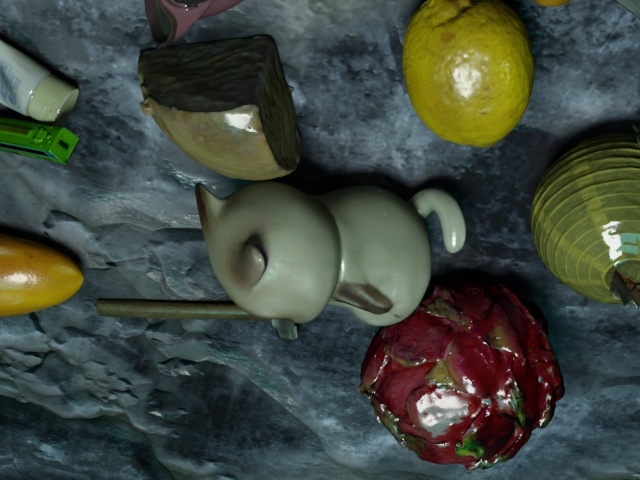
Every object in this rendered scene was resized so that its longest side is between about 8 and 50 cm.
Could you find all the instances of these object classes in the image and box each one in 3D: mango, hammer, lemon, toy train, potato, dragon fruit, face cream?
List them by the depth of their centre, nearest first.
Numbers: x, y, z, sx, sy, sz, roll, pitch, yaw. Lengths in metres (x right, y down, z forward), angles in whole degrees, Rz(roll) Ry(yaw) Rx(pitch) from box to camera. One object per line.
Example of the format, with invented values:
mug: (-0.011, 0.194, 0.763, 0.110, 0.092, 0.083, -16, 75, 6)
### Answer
lemon: (0.189, -0.221, 1.213, 0.170, 0.170, 0.207, -4, 127, 11)
potato: (-0.143, -0.140, 1.272, 0.211, 0.264, 0.189, -7, 123, 6)
face cream: (-0.461, -0.245, 1.352, 0.224, 0.070, 0.114, 30, 130, -4)
toy train: (-0.438, -0.152, 1.375, 0.209, 0.044, 0.042, 12, 159, 37)
dragon fruit: (0.231, 0.211, 1.523, 0.330, 0.329, 0.329, 4, 134, 4)
mango: (-0.528, 0.060, 1.587, 0.257, 0.138, 0.187, -4, 145, 19)
hammer: (-0.221, 0.124, 1.676, 0.366, 0.043, 0.111, 0, 134, 9)

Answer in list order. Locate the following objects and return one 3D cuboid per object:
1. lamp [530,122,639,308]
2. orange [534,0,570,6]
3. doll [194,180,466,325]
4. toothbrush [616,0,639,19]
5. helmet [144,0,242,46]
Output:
lamp: (0.414, -0.015, 1.298, 0.250, 0.284, 0.250, 7, 131, 8)
orange: (0.289, -0.328, 1.158, 0.085, 0.085, 0.085, 4, 134, 4)
doll: (0.004, 0.020, 1.374, 0.371, 0.215, 0.226, -5, 132, -32)
toothbrush: (0.448, -0.273, 1.223, 0.297, 0.030, 0.030, 31, 138, -19)
helmet: (-0.120, -0.389, 1.044, 0.197, 0.271, 0.338, -13, 138, -10)
